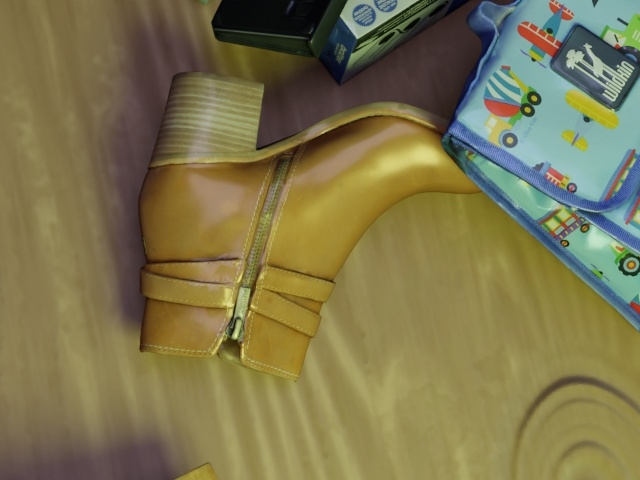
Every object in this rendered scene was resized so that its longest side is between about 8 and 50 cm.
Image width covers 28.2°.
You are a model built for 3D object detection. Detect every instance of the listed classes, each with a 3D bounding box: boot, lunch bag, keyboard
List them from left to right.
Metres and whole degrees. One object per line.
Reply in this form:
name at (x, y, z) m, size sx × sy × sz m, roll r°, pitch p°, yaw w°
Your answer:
boot at (0.000, 0.000, 0.982) m, size 0.283 × 0.109 × 0.220 m, roll 9°, pitch 82°, yaw -18°
keyboard at (0.051, -0.279, 0.985) m, size 0.201 × 0.033 × 0.317 m, roll 14°, pitch 73°, yaw 41°
lunch bag at (0.233, -0.096, 0.994) m, size 0.293 × 0.138 × 0.221 m, roll 35°, pitch 72°, yaw -12°

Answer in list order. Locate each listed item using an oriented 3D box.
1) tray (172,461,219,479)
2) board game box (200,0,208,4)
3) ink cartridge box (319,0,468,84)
tray at (-0.064, 0.374, 0.841) m, size 0.203 × 0.076 × 0.411 m, roll -21°, pitch 79°, yaw -46°
board game box at (-0.108, -0.259, 1.070) m, size 0.090 × 0.020 × 0.090 m, roll 34°, pitch 73°, yaw 0°
ink cartridge box at (0.091, -0.215, 1.050) m, size 0.207 × 0.097 × 0.046 m, roll -35°, pitch 82°, yaw -15°
